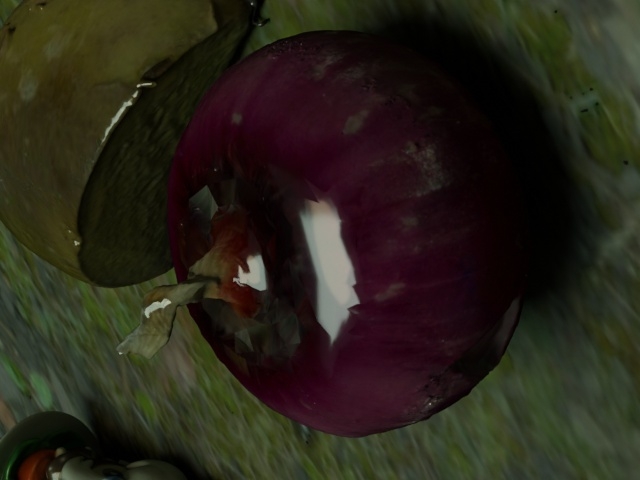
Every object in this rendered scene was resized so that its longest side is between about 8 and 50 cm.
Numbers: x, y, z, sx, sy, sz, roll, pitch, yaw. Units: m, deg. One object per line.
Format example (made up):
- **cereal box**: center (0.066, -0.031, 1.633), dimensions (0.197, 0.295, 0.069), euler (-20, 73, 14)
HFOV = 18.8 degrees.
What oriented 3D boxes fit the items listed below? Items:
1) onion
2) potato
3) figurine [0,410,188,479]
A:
- **onion**: center (0.008, -0.003, 0.835), dimensions (0.177, 0.153, 0.177), euler (-6, 81, 36)
- **potato**: center (-0.126, -0.073, 1.011), dimensions (0.138, 0.098, 0.243), euler (49, 145, 20)
- **figurine**: center (-0.130, 0.183, 1.221), dimensions (0.153, 0.132, 0.132), euler (6, 122, 35)
